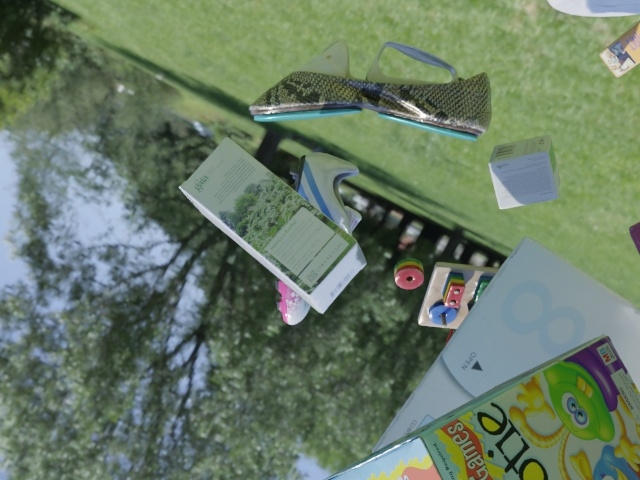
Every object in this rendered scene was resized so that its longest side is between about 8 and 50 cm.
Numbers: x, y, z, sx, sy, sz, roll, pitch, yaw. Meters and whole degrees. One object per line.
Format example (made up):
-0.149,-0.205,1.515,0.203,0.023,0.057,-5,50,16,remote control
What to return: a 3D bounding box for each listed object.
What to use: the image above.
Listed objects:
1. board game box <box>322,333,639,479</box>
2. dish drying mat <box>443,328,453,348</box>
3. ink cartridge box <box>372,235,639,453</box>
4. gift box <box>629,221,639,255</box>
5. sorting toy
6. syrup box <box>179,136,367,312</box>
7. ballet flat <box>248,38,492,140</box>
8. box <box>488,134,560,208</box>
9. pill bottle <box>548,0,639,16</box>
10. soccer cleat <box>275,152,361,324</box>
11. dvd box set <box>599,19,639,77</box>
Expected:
0.152,0.199,0.762,0.275,0.144,0.142,-15,-107,-45,board game box
0.276,0.217,2.002,0.008,0.032,0.083,19,-134,10,dish drying mat
0.298,0.228,1.023,0.385,0.308,0.091,36,-178,18,ink cartridge box
0.453,0.001,0.766,0.258,0.276,0.255,-15,174,-36,gift box
0.244,0.104,1.476,0.274,0.132,0.046,6,-140,-7,sorting toy
-0.062,-0.021,1.206,0.237,0.093,0.096,39,172,20,syrup box
0.104,-0.308,1.849,0.483,0.182,0.164,5,-174,0,ballet flat
0.345,-0.116,1.560,0.102,0.087,0.101,-10,-161,20,box
0.341,-0.410,1.059,0.162,0.278,0.162,1,180,0,pill bottle
0.000,0.000,1.745,0.143,0.331,0.116,7,-179,6,soccer cleat
0.643,-0.423,1.458,0.062,0.307,0.420,52,173,2,dvd box set
